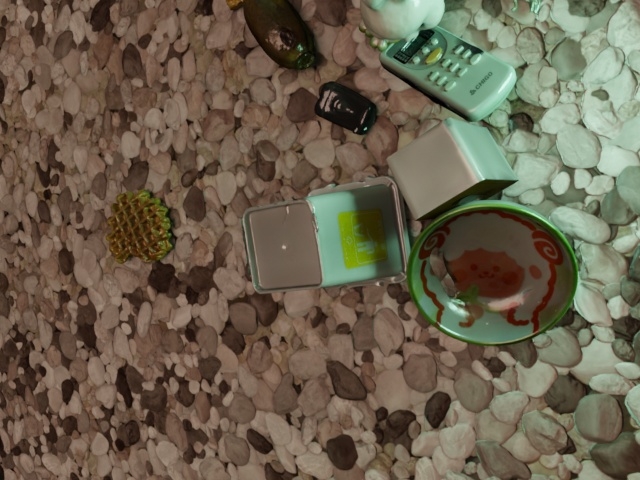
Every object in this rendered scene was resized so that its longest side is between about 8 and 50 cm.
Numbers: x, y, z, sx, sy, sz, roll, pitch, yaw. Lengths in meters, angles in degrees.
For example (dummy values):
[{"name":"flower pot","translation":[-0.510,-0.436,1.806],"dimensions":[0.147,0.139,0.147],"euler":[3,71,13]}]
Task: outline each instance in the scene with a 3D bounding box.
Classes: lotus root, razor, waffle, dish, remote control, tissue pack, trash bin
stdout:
[{"name":"lotus root","translation":[-0.103,-0.511,1.509],"dimensions":[0.123,0.124,0.241],"euler":[-37,73,27]},{"name":"razor","translation":[0.061,-0.310,1.470],"dimensions":[0.148,0.054,0.090],"euler":[32,111,24]},{"name":"waffle","translation":[-0.541,-0.025,1.870],"dimensions":[0.253,0.056,0.249],"euler":[32,111,24]},{"name":"dish","translation":[0.343,0.050,1.271],"dimensions":[0.324,0.124,0.324],"euler":[7,119,12]},{"name":"remote control","translation":[0.256,-0.355,1.291],"dimensions":[0.140,0.056,0.296],"euler":[-47,55,1]},{"name":"tissue pack","translation":[0.265,-0.138,1.250],"dimensions":[0.159,0.246,0.136],"euler":[-33,77,30]},{"name":"trash bin","translation":[0.000,0.000,1.356],"dimensions":[0.295,0.367,0.256],"euler":[-6,92,32]}]

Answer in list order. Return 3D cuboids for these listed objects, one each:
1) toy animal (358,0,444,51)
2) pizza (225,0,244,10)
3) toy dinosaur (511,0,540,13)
[{"name":"toy animal","translation":[0.164,-0.518,1.251],"dimensions":[0.182,0.310,0.247],"euler":[9,145,12]},{"name":"pizza","translation":[-0.206,-0.663,1.615],"dimensions":[0.123,0.026,0.109],"euler":[-30,77,33]},{"name":"toy dinosaur","translation":[0.382,-0.540,1.263],"dimensions":[0.106,0.044,0.188],"euler":[-10,77,19]}]
